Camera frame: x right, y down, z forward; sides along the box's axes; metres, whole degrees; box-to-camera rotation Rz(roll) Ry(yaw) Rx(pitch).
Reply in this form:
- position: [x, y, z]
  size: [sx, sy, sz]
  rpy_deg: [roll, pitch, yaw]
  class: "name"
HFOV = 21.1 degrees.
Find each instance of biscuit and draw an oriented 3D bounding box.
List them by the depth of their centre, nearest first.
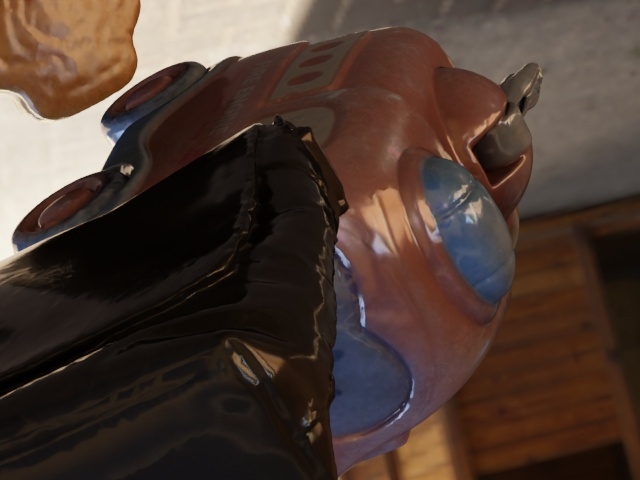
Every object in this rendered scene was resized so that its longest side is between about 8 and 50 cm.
- position: [-0.226, -0.240, 1.145]
  size: [0.202, 0.334, 0.047]
  rpy_deg: [-29, -172, -28]
  class: "biscuit"

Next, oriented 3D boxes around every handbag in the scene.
- position: [-0.101, 0.061, 0.570]
  size: [0.247, 0.080, 0.223]
  rpy_deg: [-24, -162, 11]
  class: "handbag"

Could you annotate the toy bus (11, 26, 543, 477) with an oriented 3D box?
- position: [0.000, 0.000, 0.911]
  size: [0.232, 0.197, 0.294]
  rpy_deg: [-21, -159, 25]
  class: "toy bus"
